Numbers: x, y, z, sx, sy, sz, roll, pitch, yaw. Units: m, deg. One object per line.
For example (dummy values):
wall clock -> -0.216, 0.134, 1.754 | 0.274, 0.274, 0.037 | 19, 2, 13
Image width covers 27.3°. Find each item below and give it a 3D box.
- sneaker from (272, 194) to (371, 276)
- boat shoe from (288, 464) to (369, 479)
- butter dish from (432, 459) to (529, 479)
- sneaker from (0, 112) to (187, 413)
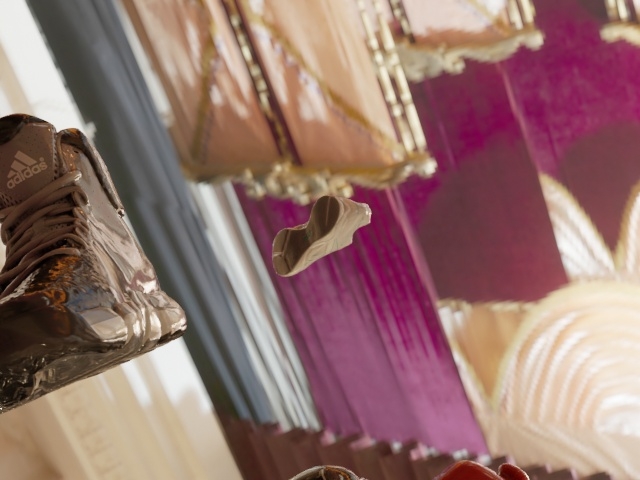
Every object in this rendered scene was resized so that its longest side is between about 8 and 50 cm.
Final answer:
sneaker -> 0.000, 0.000, 1.432 | 0.061, 0.054, 0.152 | 2, 155, -35
boat shoe -> -0.067, 0.216, 0.674 | 0.305, 0.091, 0.109 | -39, -151, 21
butter dish -> 0.158, 0.266, 1.268 | 0.118, 0.160, 0.160 | -47, 171, -24
sneaker -> -0.134, 0.003, 0.605 | 0.086, 0.132, 0.228 | -24, 178, 2
